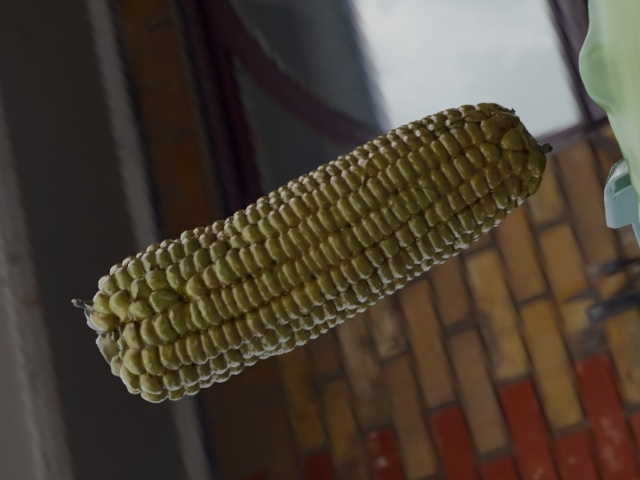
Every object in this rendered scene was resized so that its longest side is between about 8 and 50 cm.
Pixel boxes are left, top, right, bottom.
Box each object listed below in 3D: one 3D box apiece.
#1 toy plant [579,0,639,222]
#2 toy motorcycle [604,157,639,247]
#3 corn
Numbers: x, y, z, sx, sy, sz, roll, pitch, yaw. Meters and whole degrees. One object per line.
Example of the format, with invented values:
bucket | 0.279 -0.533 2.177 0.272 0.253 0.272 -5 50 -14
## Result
toy plant | 0.220 -0.056 0.301 0.224 0.315 0.184 40 -121 -32
toy motorcycle | 0.360 -0.070 1.163 0.200 0.326 0.191 63 -147 -30
corn | 0.001 0.004 1.096 0.102 0.313 0.102 62 -176 -8
